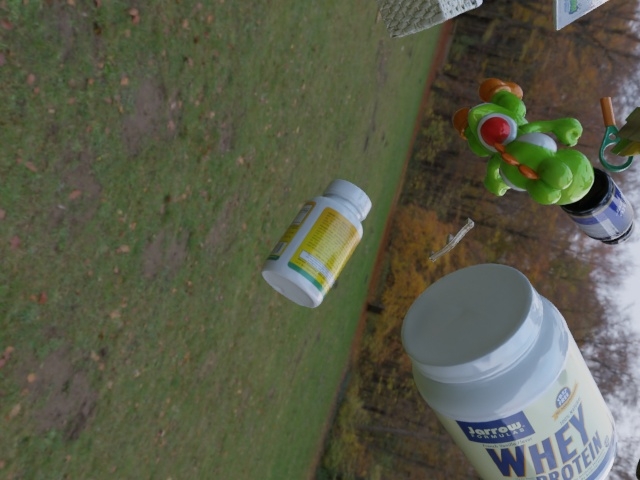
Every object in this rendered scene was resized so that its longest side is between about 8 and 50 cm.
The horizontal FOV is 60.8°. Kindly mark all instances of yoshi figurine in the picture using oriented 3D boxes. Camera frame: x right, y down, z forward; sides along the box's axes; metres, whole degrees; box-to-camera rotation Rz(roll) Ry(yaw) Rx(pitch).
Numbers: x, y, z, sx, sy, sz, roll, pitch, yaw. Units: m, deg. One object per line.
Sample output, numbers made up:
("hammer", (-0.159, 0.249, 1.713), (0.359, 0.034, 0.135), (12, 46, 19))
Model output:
("yoshi figurine", (0.432, -0.186, 1.139), (0.362, 0.202, 0.204), (-106, 179, -49))

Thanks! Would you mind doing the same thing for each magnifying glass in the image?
("magnifying glass", (0.869, -0.317, 1.627), (0.026, 0.092, 0.231), (43, 41, -73))

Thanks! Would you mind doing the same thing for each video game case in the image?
("video game case", (0.551, -0.524, 1.128), (0.157, 0.143, 0.019), (33, 31, -62))

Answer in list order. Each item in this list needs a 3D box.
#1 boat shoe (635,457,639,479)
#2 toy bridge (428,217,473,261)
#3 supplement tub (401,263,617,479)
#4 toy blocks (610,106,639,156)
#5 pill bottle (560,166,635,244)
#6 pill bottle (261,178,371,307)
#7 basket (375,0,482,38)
("boat shoe", (0.733, 0.449, 1.065), (0.095, 0.095, 0.257), (-58, 169, -21))
("toy bridge", (0.412, 0.003, 1.727), (0.188, 0.026, 0.063), (-47, -174, 31))
("supplement tub", (0.285, 0.220, 0.835), (0.325, 0.235, 0.236), (54, 36, -24))
("toy blocks", (0.933, -0.222, 1.409), (0.191, 0.260, 0.381), (-52, 176, 21))
("pill bottle", (0.664, -0.074, 1.300), (0.219, 0.122, 0.123), (30, 72, -39))
("pill bottle", (0.000, 0.000, 0.936), (0.209, 0.117, 0.118), (-57, 165, -21))
("basket", (0.193, -0.454, 1.015), (0.103, 0.167, 0.113), (-37, 113, -24))
